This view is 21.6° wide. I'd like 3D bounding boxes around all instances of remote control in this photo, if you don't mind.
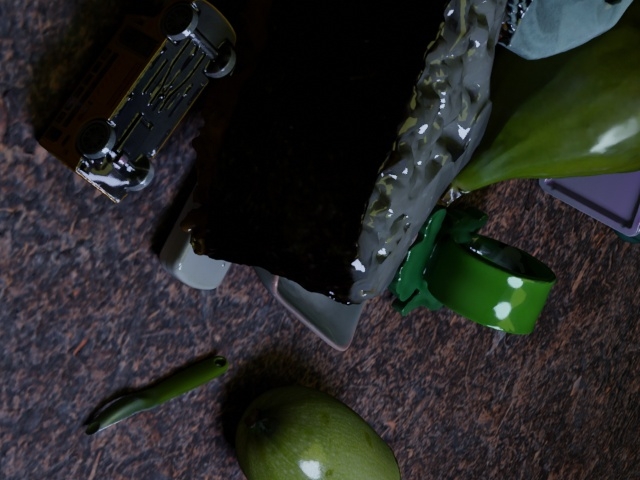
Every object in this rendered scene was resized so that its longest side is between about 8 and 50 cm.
[{"bbox_3d":[-0.077,-0.047,1.477,0.190,0.029,0.087,-63,152,-1],"label":"remote control"}]

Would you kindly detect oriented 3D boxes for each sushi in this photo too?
[{"bbox_3d":[0.028,-0.124,1.376,0.349,0.207,0.234,-68,164,-3],"label":"sushi"}]

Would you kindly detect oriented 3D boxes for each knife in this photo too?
[{"bbox_3d":[-0.147,0.140,1.547,0.184,0.022,0.026,-24,162,-48],"label":"knife"}]

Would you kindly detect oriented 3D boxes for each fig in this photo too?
[{"bbox_3d":[0.286,-0.136,1.785,0.314,0.233,0.233,-57,152,-19],"label":"fig"}]

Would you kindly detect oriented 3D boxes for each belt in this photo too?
[{"bbox_3d":[0.210,-0.295,1.598,0.207,0.150,0.257,-37,144,-22],"label":"belt"}]

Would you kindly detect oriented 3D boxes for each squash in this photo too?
[{"bbox_3d":[-0.009,0.225,1.737,0.132,0.132,0.247,-57,152,-8],"label":"squash"}]

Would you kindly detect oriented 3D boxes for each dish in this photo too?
[{"bbox_3d":[0.000,0.000,1.601,0.151,0.077,0.212,-58,152,-8],"label":"dish"}]

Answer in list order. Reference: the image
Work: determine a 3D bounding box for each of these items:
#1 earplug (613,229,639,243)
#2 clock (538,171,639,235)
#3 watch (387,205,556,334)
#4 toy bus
[{"bbox_3d":[0.469,-0.127,2.217,0.280,0.164,0.257,-58,-169,19],"label":"earplug"},{"bbox_3d":[0.356,-0.124,1.993,0.063,0.150,0.197,-17,129,-48],"label":"clock"},{"bbox_3d":[0.168,0.047,1.843,0.165,0.152,0.131,-1,119,-60],"label":"watch"},{"bbox_3d":[-0.137,-0.115,1.273,0.162,0.074,0.069,-55,144,-6],"label":"toy bus"}]
